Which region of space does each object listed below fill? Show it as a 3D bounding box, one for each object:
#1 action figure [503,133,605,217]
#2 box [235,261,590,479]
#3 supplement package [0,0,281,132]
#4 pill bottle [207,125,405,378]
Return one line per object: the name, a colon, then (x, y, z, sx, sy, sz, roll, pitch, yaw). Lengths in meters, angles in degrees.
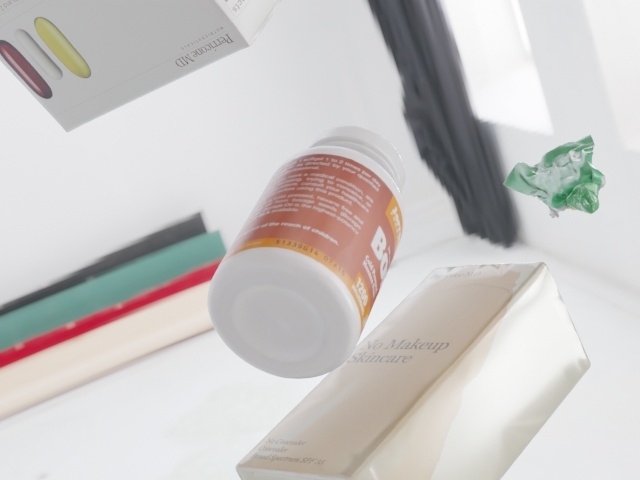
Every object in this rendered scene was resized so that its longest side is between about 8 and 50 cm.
action figure: (0.323, -0.074, 1.655, 0.137, 0.063, 0.232, -34, -168, 8)
box: (0.090, 0.152, 1.110, 0.148, 0.121, 0.311, -6, -153, 45)
supplement package: (-0.152, -0.244, 1.139, 0.262, 0.145, 0.204, -18, -147, 42)
pill bottle: (0.000, 0.000, 1.024, 0.121, 0.121, 0.216, -10, -149, 27)
